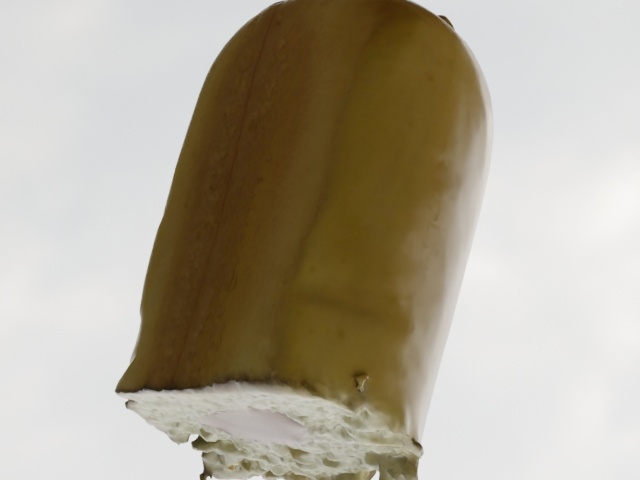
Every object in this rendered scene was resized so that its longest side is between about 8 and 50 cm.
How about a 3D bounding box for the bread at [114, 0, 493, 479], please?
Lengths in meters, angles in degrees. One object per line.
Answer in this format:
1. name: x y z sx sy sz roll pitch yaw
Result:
1. bread: 0.002 0.001 0.676 0.134 0.085 0.173 -9 -119 54
